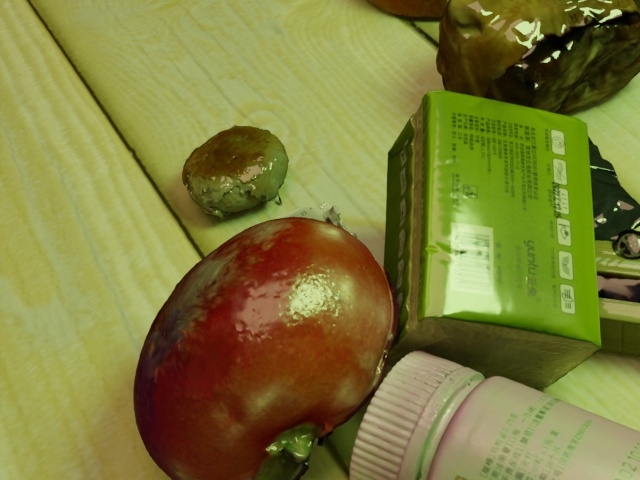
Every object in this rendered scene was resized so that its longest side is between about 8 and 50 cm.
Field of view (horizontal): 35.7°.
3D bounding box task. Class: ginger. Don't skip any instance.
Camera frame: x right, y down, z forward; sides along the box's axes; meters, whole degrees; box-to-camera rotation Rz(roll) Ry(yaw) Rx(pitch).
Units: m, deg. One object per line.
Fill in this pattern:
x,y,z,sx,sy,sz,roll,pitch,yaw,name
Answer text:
0.286,-0.266,1.340,0.269,0.200,0.223,-30,64,-16,ginger

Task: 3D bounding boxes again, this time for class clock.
0.000,0.000,1.290,0.087,0.041,0.129,-29,44,-7,clock

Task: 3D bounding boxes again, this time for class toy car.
0.409,0.073,1.085,0.257,0.101,0.124,7,56,22,toy car

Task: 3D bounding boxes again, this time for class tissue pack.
0.182,0.001,1.096,0.200,0.167,0.274,10,61,-11,tissue pack

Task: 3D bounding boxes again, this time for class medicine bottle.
0.191,0.231,0.947,0.291,0.178,0.178,19,57,27,medicine bottle

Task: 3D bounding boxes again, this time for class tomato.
-0.097,0.107,1.063,0.335,0.176,0.289,-46,36,16,tomato

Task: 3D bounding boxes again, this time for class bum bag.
0.316,-0.068,1.258,0.123,0.060,0.248,-16,46,1,bum bag

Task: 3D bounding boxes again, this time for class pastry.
-0.118,-0.098,1.377,0.153,0.081,0.153,-8,51,11,pastry

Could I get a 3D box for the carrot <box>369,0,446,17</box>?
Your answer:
0.171,-0.474,1.624,0.258,0.100,0.307,-28,45,-15,carrot
